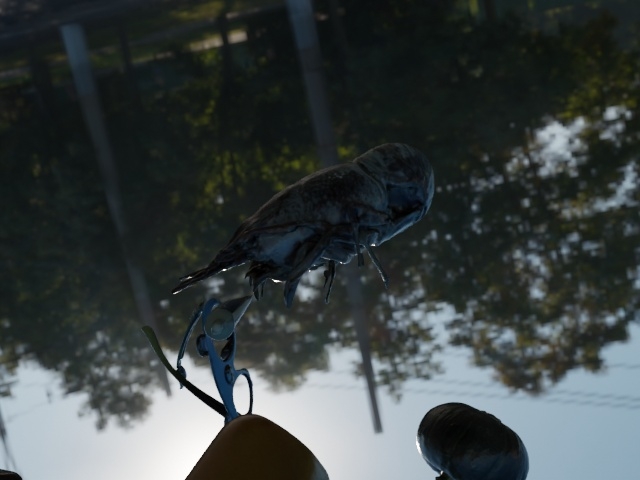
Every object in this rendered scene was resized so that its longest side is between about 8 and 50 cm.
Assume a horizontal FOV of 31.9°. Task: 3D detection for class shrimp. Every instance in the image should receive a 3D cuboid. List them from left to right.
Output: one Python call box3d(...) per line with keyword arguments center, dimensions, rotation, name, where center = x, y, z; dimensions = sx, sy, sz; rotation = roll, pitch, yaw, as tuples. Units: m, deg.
box3d(center=(0.002, -0.001, 1.360), dimensions=(0.372, 0.137, 0.172), rotation=(-37, -151, -19), name="shrimp")

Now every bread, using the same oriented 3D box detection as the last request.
box3d(center=(-0.073, 0.212, 0.662), dimensions=(0.074, 0.092, 0.239), rotation=(1, -139, 37), name="bread")

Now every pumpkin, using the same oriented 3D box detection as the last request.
box3d(center=(0.212, 0.298, 1.576), dimensions=(0.167, 0.125, 0.167), rotation=(18, 176, 1), name="pumpkin")

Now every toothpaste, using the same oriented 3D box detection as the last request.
box3d(center=(-0.112, 0.090, 1.322), dimensions=(0.057, 0.035, 0.197), rotation=(-32, -177, 3), name="toothpaste")

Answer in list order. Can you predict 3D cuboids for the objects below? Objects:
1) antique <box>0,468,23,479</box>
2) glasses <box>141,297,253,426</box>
box3d(center=(-0.473, 0.354, 1.387), dimensions=(0.257, 0.143, 0.121), rotation=(-2, -179, -36), name="antique")
box3d(center=(-0.194, 0.191, 1.856), dimensions=(0.102, 0.239, 0.207), rotation=(-31, -148, -29), name="glasses")
